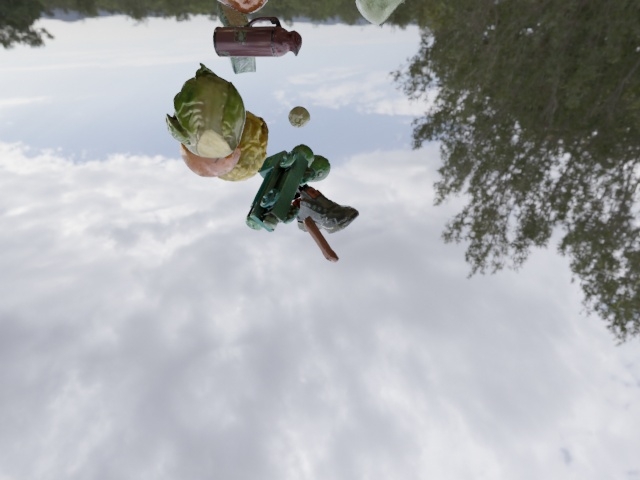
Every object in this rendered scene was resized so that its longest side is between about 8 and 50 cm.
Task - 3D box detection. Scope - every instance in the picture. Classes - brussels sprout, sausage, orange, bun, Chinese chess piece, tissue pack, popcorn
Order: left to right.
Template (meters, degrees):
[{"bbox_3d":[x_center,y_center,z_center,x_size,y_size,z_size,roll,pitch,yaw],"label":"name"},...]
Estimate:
[{"bbox_3d":[-0.370,-0.407,1.453,0.227,0.259,0.294,2,-123,-37],"label":"brussels sprout"},{"bbox_3d":[-0.431,-0.365,1.765,0.240,0.240,0.240,1,-153,-1],"label":"orange"},{"bbox_3d":[-0.415,-0.448,2.082,0.349,0.349,0.382,-18,-157,-33],"label":"popcorn"},{"bbox_3d":[-0.405,-0.977,2.165,0.128,0.228,0.311,-12,-130,-13],"label":"tissue pack"},{"bbox_3d":[-0.084,-0.466,1.719,0.086,0.086,0.055,5,-138,7],"label":"bun"},{"bbox_3d":[0.000,0.000,1.539,0.043,0.186,0.043,-34,-179,0],"label":"sausage"},{"bbox_3d":[0.287,-0.959,1.651,0.146,0.349,0.349,41,-153,-11],"label":"Chinese chess piece"}]

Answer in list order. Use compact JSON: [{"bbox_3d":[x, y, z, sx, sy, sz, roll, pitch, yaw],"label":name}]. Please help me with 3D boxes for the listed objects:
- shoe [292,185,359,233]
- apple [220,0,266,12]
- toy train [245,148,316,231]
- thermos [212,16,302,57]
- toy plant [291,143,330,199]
[{"bbox_3d":[0.002,-0.129,1.679,0.132,0.171,0.336,-42,-156,-28],"label":"shoe"},{"bbox_3d":[-0.278,-0.913,1.529,0.254,0.253,0.253,1,-153,-1],"label":"apple"},{"bbox_3d":[-0.141,-0.161,1.450,0.194,0.120,0.298,-10,-131,44],"label":"toy train"},{"bbox_3d":[-0.227,-0.760,1.705,0.330,0.109,0.136,5,-121,12],"label":"thermos"},{"bbox_3d":[-0.079,-0.262,1.744,0.235,0.218,0.175,-41,-118,4],"label":"toy plant"}]
